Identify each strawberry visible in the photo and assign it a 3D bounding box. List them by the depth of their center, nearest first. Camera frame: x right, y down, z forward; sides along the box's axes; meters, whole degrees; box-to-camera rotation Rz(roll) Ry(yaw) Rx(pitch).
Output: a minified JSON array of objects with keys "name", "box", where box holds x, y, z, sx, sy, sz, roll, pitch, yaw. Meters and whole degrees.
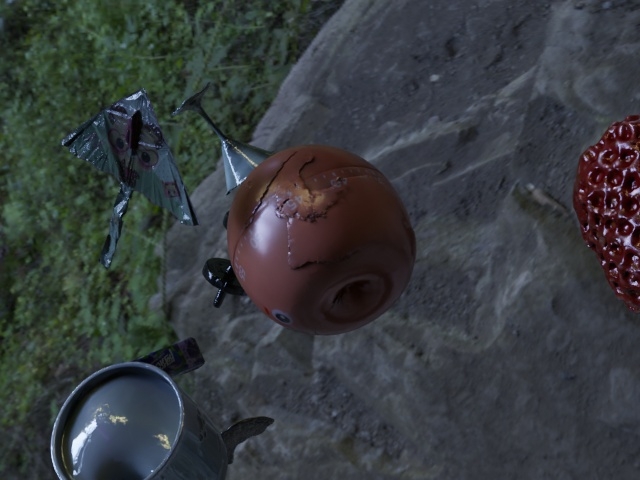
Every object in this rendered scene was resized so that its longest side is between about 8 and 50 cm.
[{"name":"strawberry","box":[0.593,-0.029,1.509,0.295,0.345,0.317,19,153,10]}]

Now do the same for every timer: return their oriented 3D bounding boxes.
[{"name":"timer","box":[0.000,0.000,1.028,0.215,0.229,0.230,53,126,38]}]

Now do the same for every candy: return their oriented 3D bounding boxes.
[{"name":"candy","box":[-0.478,0.366,2.325,0.088,0.312,0.061,61,143,14]}]

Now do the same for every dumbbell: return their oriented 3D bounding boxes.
[{"name":"dumbbell","box":[-0.200,0.030,2.060,0.143,0.143,0.326,31,110,16]}]

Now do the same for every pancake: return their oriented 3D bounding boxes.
[{"name":"pancake","box":[-0.205,0.519,2.160,0.184,0.190,0.020,81,162,-49]}]

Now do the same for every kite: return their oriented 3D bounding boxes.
[{"name":"kite","box":[-0.231,-0.066,0.982,0.229,0.012,0.250,33,124,21]}]

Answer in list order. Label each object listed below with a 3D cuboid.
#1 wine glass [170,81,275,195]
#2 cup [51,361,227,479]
[{"name":"wine glass","box":[-0.234,-0.246,1.938,0.156,0.156,0.232,-33,104,31]},{"name":"cup","box":[-0.339,0.443,1.536,0.259,0.357,0.274,9,151,25]}]
